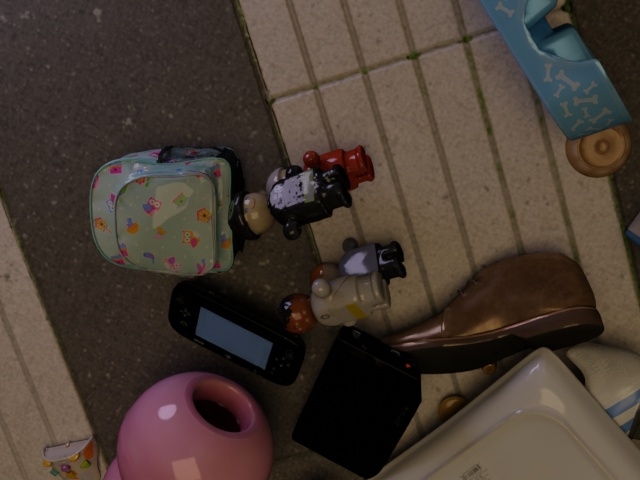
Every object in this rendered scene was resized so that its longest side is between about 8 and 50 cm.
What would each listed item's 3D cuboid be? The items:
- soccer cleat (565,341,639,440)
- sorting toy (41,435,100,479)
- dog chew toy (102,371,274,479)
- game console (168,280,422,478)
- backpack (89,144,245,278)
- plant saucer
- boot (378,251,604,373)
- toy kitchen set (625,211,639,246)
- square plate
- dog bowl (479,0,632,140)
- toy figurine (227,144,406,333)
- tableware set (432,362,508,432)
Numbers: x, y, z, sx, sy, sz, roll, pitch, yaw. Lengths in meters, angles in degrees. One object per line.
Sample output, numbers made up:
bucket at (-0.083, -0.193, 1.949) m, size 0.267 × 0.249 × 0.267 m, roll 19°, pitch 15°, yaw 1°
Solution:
soccer cleat at (0.343, 0.288, 1.030) m, size 0.143 × 0.116 × 0.331 m, roll 23°, pitch 107°, yaw 23°
sorting toy at (-0.367, 0.339, 1.137) m, size 0.083 × 0.044 × 0.075 m, roll -14°, pitch 120°, yaw 8°
dog chew toy at (-0.202, 0.339, 1.042) m, size 0.207 × 0.206 × 0.331 m, roll 30°, pitch 114°, yaw -2°
game console at (-0.048, 0.174, 1.035) m, size 0.362 × 0.044 × 0.213 m, roll 26°, pitch 125°, yaw 8°
backpack at (-0.202, -0.036, 0.982) m, size 0.189 × 0.144 × 0.165 m, roll 3°, pitch 108°, yaw 8°
plant saucer at (0.357, -0.120, 0.973) m, size 0.084 × 0.015 × 0.083 m, roll 1°, pitch 103°, yaw 5°
boot at (0.205, 0.102, 1.011) m, size 0.306 × 0.112 × 0.115 m, roll -17°, pitch 62°, yaw 18°
toy kitchen set at (0.460, 0.090, 0.955) m, size 0.207 × 0.122 × 0.166 m, roll 31°, pitch 103°, yaw -2°
square plate at (0.272, 0.370, 0.980) m, size 0.347 × 0.049 × 0.344 m, roll -44°, pitch 80°, yaw 22°
dog bowl at (0.255, -0.245, 0.886) m, size 0.074 × 0.166 × 0.297 m, roll -32°, pitch 98°, yaw 22°
toy figurine at (0.000, 0.000, 0.937) m, size 0.148 × 0.213 × 0.209 m, roll -17°, pitch 103°, yaw 18°
tableware set at (0.219, 0.237, 1.064) m, size 0.104 × 0.024 × 0.154 m, roll 20°, pitch 105°, yaw 4°
